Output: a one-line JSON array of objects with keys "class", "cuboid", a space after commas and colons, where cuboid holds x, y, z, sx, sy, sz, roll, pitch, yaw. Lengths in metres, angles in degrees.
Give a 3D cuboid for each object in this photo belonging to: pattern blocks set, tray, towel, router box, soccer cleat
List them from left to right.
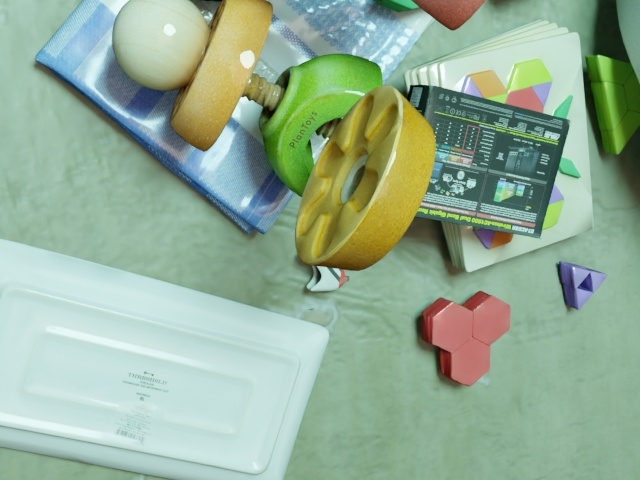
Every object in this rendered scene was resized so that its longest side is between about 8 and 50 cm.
[{"class": "tray", "cuboid": [-0.130, 0.102, 0.540, 0.270, 0.030, 0.145, 18, 92, -20]}, {"class": "towel", "cuboid": [-0.032, -0.171, 0.538, 0.209, 0.034, 0.285, 41, 83, -18]}, {"class": "soccer cleat", "cuboid": [0.000, 0.000, 0.572, 0.035, 0.029, 0.083, -13, 105, -21]}, {"class": "router box", "cuboid": [0.115, -0.057, 0.545, 0.122, 0.038, 0.092, 10, 99, -20]}, {"class": "pattern blocks set", "cuboid": [0.152, -0.070, 0.595, 0.285, 0.026, 0.325, -32, 112, -15]}]

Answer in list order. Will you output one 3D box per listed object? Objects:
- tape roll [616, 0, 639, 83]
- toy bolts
[{"class": "tape roll", "cuboid": [0.432, -0.184, 0.589, 0.392, 0.072, 0.392, 2, 71, -6]}, {"class": "toy bolts", "cuboid": [-0.015, -0.121, 0.395, 0.158, 0.218, 0.228, 24, 115, -21]}]
